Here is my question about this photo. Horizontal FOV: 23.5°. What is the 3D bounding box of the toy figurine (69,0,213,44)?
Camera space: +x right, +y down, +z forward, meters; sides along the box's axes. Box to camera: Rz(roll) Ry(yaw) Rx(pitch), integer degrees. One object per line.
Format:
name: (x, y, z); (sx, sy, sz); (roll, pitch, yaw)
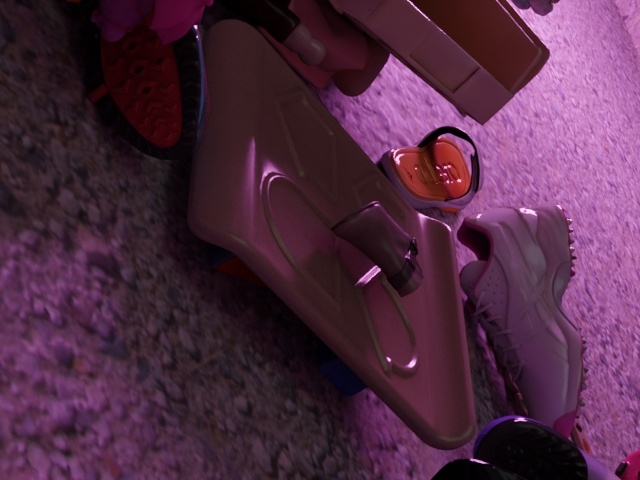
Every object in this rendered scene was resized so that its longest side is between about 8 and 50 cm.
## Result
toy figurine: (-0.155, -0.218, 1.179); (0.159, 0.173, 0.130); (61, 17, 13)

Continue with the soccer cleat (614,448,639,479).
soccer cleat: (0.405, 0.397, 1.791); (0.331, 0.116, 0.143); (-88, 159, -48)

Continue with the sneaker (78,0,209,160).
sneaker: (-0.137, -0.180, 1.287); (0.125, 0.104, 0.262); (22, 44, -61)

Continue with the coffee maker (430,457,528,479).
coffee maker: (0.145, 0.272, 1.258); (0.120, 0.171, 0.178); (45, 26, -28)

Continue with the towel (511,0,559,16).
towel: (0.177, -0.487, 1.933); (0.374, 0.090, 0.320); (50, 21, -28)

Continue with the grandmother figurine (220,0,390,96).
grandmother figurine: (-0.060, -0.249, 1.560); (0.342, 0.104, 0.208); (26, 16, -51)

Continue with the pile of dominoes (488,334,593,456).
pile of dominoes: (0.279, 0.184, 1.839); (0.196, 0.040, 0.251); (24, 42, -57)

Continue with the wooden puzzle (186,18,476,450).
wooden puzzle: (0.000, 0.000, 1.412); (0.348, 0.080, 0.322); (42, 28, -30)

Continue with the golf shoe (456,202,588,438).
golf shoe: (0.225, 0.094, 1.760); (0.115, 0.140, 0.306); (109, -17, -55)

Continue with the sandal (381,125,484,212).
sandal: (0.154, -0.088, 1.845); (0.102, 0.076, 0.265); (63, 22, 3)

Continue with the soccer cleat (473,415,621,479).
soccer cleat: (0.243, 0.253, 1.621); (0.318, 0.108, 0.116); (36, 10, -41)

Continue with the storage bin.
storage bin: (0.091, -0.283, 1.654); (0.262, 0.123, 0.260); (33, 19, -48)

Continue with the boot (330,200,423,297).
boot: (0.056, 0.010, 1.356); (0.087, 0.042, 0.118); (60, 25, 2)
